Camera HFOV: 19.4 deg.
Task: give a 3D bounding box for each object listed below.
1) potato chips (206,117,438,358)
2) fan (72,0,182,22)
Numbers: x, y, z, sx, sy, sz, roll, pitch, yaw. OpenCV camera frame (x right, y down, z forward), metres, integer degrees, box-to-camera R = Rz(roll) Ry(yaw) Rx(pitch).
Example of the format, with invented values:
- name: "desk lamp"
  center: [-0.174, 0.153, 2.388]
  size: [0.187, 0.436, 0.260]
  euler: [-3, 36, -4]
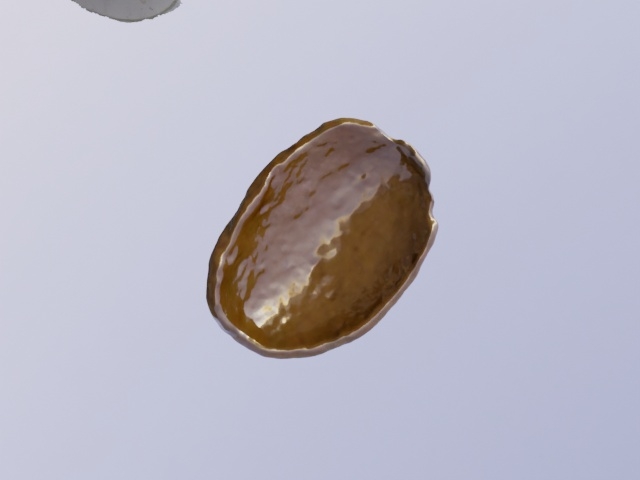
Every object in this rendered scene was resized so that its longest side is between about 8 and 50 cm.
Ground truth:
- name: "potato chips"
  center: [0.000, 0.000, 1.432]
  size: [0.202, 0.150, 0.049]
  euler: [-53, -157, -5]
- name: "fan"
  center: [-0.279, -0.312, 1.848]
  size: [0.329, 0.191, 0.009]
  euler: [18, -129, 15]
